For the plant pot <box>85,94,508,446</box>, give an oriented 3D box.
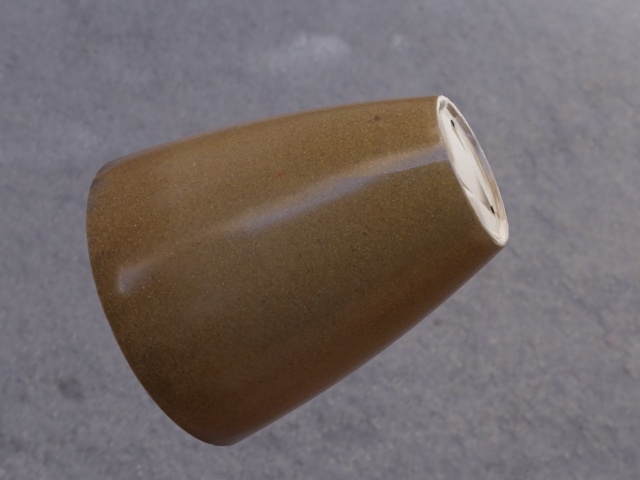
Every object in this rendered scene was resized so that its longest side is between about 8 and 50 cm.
[{"bbox_3d":[0.000,0.000,0.966,0.237,0.254,0.237,53,24,-36],"label":"plant pot"}]
